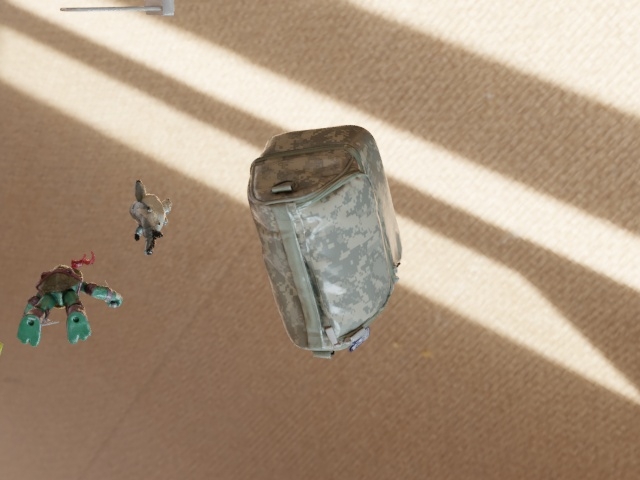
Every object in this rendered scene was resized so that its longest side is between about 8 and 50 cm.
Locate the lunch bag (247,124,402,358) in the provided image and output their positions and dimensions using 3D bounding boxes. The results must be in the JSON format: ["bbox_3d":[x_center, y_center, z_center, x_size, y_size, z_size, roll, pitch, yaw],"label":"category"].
[{"bbox_3d":[0.000,0.000,1.684,0.212,0.256,0.305,-4,119,20],"label":"lunch bag"}]

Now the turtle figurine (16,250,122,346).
[{"bbox_3d":[-0.439,0.103,1.790,0.175,0.234,0.118,-20,109,1],"label":"turtle figurine"}]

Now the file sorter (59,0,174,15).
[{"bbox_3d":[-0.341,-0.502,1.693,0.193,0.173,0.278,-144,50,-69],"label":"file sorter"}]

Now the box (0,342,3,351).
[{"bbox_3d":[-0.706,0.226,1.997,0.178,0.109,0.042,16,141,-14],"label":"box"}]

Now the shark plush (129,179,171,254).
[{"bbox_3d":[-0.277,-0.024,1.708,0.067,0.073,0.161,-44,45,17],"label":"shark plush"}]
